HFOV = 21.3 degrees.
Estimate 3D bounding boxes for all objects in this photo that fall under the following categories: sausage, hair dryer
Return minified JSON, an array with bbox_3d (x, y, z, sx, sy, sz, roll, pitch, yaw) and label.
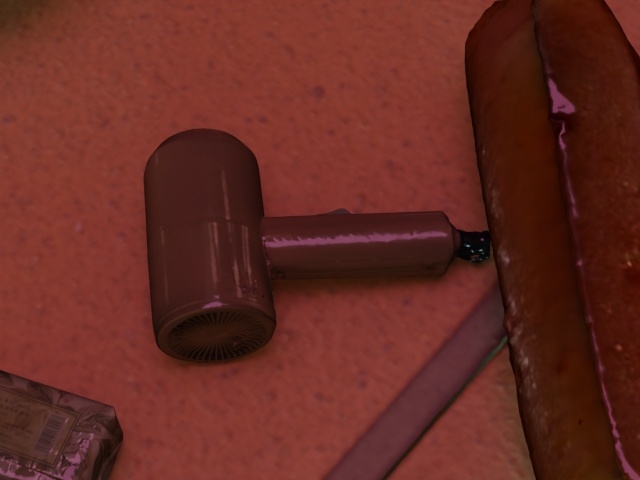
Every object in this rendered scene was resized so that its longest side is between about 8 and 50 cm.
[{"bbox_3d":[0.135,0.010,0.856,0.102,0.102,0.330,-5,64,-2],"label":"sausage"},{"bbox_3d":[0.000,0.000,0.893,0.182,0.064,0.117,-1,59,-9],"label":"hair dryer"}]

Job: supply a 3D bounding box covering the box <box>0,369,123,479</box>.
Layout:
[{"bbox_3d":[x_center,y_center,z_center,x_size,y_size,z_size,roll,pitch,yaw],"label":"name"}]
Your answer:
[{"bbox_3d":[-0.151,0.101,0.841,0.098,0.045,0.062,18,63,12],"label":"box"}]
